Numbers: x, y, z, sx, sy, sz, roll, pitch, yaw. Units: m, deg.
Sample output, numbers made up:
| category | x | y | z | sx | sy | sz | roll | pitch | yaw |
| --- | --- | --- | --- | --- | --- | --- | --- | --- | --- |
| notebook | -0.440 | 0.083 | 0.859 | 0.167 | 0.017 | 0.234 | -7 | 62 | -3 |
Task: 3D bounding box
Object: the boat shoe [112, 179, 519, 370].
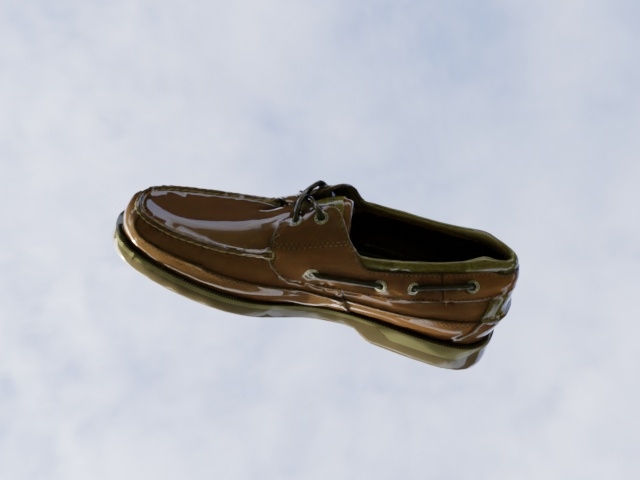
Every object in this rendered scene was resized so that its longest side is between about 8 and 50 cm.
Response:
| category | x | y | z | sx | sy | sz | roll | pitch | yaw |
| --- | --- | --- | --- | --- | --- | --- | --- | --- | --- |
| boat shoe | 0.000 | 0.000 | 1.315 | 0.307 | 0.110 | 0.104 | 14 | -52 | -10 |
